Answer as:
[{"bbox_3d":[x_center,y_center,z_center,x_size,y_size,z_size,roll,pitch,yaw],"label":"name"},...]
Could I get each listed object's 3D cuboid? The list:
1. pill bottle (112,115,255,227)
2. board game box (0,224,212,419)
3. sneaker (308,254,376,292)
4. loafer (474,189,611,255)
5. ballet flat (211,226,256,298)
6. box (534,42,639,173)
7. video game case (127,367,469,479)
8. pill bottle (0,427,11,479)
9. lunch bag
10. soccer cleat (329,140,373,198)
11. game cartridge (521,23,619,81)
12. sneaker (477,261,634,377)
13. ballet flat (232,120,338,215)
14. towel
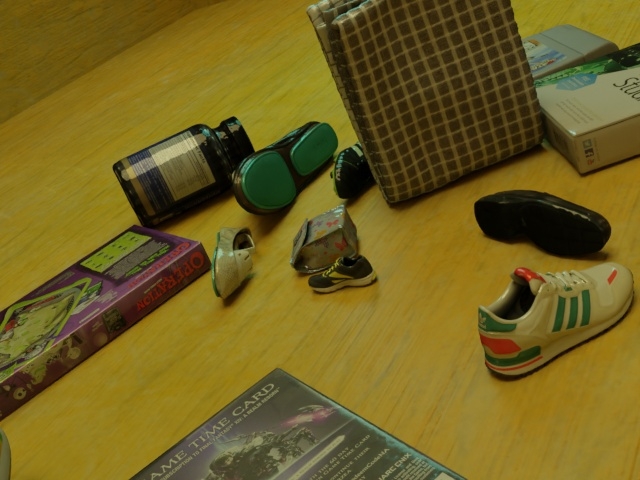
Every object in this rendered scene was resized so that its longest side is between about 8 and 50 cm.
[{"bbox_3d":[-0.221,-0.118,1.289,0.219,0.123,0.123,-27,26,-11],"label":"pill bottle"},{"bbox_3d":[-0.338,0.097,1.053,0.347,0.056,0.208,-37,25,-28],"label":"board game box"},{"bbox_3d":[0.022,0.035,0.894,0.083,0.035,0.031,-12,27,21],"label":"sneaker"},{"bbox_3d":[0.240,-0.029,0.820,0.061,0.062,0.170,-29,27,-24],"label":"loafer"},{"bbox_3d":[-0.111,0.020,1.012,0.052,0.057,0.168,-11,26,1],"label":"ballet flat"},{"bbox_3d":[0.442,-0.201,0.993,0.322,0.058,0.232,-18,26,5],"label":"box"},{"bbox_3d":[-0.034,0.207,0.619,0.196,0.026,0.274,-35,27,-24],"label":"video game case"},{"bbox_3d":[-0.335,0.251,0.642,0.136,0.136,0.246,-26,26,-8],"label":"pill bottle"},{"bbox_3d":[0.000,0.000,0.964,0.083,0.053,0.071,-25,23,16],"label":"lunch bag"},{"bbox_3d":[0.070,-0.116,1.127,0.072,0.060,0.179,-5,28,30],"label":"soccer cleat"},{"bbox_3d":[0.301,-0.256,1.223,0.297,0.062,0.198,-21,21,3],"label":"game cartridge"},{"bbox_3d":[0.204,0.050,0.673,0.161,0.075,0.057,-29,26,-13],"label":"sneaker"},{"bbox_3d":[-0.069,-0.102,1.186,0.096,0.095,0.280,-16,14,36],"label":"ballet flat"},{"bbox_3d":[0.142,-0.210,0.990,0.235,0.284,0.121,-23,26,2],"label":"towel"}]
